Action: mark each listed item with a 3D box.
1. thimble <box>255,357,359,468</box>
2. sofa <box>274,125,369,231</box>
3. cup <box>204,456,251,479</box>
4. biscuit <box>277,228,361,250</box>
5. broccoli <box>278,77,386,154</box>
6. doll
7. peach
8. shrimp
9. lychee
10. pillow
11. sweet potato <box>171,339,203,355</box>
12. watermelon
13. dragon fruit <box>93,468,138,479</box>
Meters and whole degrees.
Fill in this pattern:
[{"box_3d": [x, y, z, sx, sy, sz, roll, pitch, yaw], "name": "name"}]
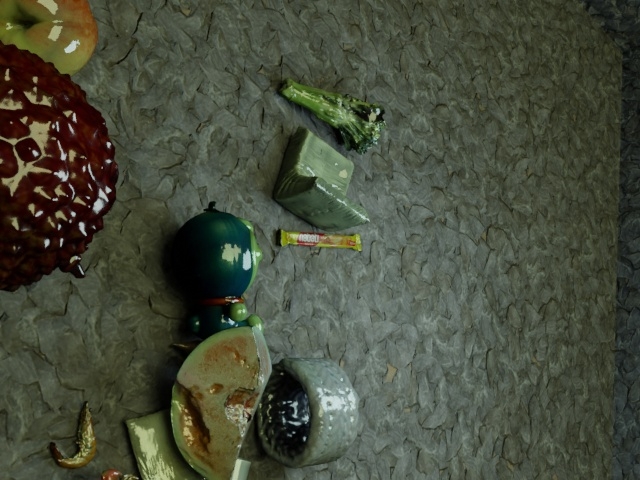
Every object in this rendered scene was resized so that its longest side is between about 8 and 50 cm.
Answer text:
[{"box_3d": [-0.030, 0.387, 1.764, 0.157, 0.217, 0.245, 10, 56, -46], "name": "thimble"}, {"box_3d": [0.017, -0.161, 1.972, 0.210, 0.176, 0.225, 34, 57, -32], "name": "sofa"}, {"box_3d": [-0.210, 0.517, 1.659, 0.104, 0.074, 0.116, 16, 71, -14], "name": "cup"}, {"box_3d": [0.000, 0.000, 2.021, 0.292, 0.026, 0.048, 3, 83, -43], "name": "biscuit"}, {"box_3d": [0.024, -0.347, 2.074, 0.304, 0.165, 0.145, 25, 94, -22], "name": "broccoli"}, {"box_3d": [-0.222, 0.076, 1.671, 0.186, 0.198, 0.322, -5, 90, -36], "name": "doll"}, {"box_3d": [-0.540, -0.416, 1.516, 0.232, 0.232, 0.232, 13, 70, -41], "name": "peach"}, {"box_3d": [-0.467, 0.369, 1.475, 0.091, 0.025, 0.127, 14, 72, -39], "name": "shrimp"}, {"box_3d": [-0.537, -0.102, 1.266, 0.425, 0.424, 0.500, -66, 147, -33], "name": "lychee"}, {"box_3d": [-0.308, 0.459, 1.583, 0.148, 0.050, 0.230, -10, 80, -47], "name": "pillow"}, {"box_3d": [-0.271, 0.241, 1.681, 0.117, 0.049, 0.049, 23, 63, -30], "name": "sweet potato"}, {"box_3d": [-0.212, 0.319, 1.613, 0.175, 0.188, 0.322, 20, 86, 1], "name": "watermelon"}, {"box_3d": [-0.376, 0.558, 1.376, 0.314, 0.296, 0.263, 24, 29, -34], "name": "dragon fruit"}]
